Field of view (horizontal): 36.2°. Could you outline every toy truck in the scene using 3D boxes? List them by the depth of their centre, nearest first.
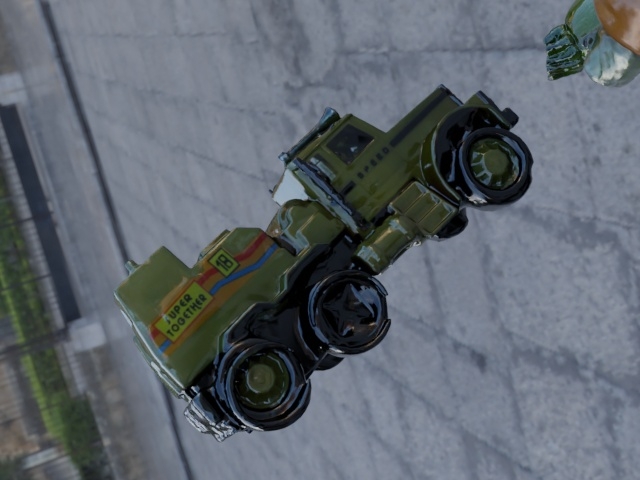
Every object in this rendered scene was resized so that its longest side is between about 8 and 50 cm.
[{"bbox_3d":[0.005,0.002,0.594,0.127,0.257,0.127,49,163,4],"label":"toy truck"}]

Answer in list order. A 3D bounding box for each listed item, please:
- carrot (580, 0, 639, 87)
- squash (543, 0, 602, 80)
[{"bbox_3d":[0.171,-0.164,0.300,0.069,0.069,0.336,63,149,25],"label":"carrot"},{"bbox_3d":[0.263,-0.189,0.666,0.069,0.258,0.069,58,179,2],"label":"squash"}]
